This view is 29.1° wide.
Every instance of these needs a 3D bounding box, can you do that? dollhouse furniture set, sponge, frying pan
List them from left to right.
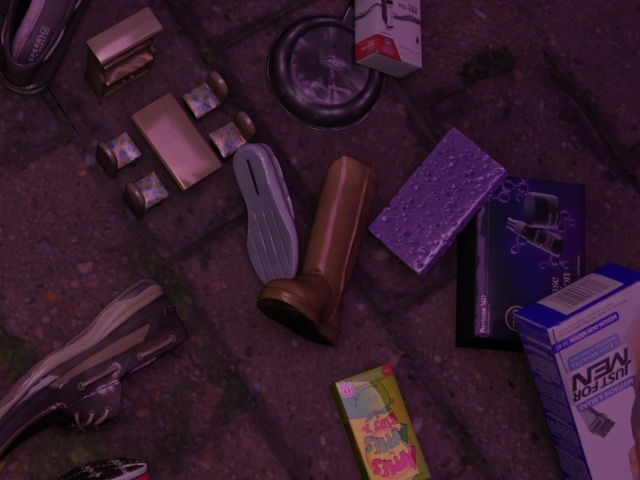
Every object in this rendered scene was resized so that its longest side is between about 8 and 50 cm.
[{"bbox_3d":[-0.240,-0.196,1.833,0.212,0.161,0.242,-34,86,-18],"label":"dollhouse furniture set"},{"bbox_3d":[0.056,-0.315,1.991,0.326,0.053,0.197,-43,90,-15],"label":"frying pan"},{"bbox_3d":[0.181,-0.060,1.900,0.117,0.031,0.210,42,94,27],"label":"sponge"}]

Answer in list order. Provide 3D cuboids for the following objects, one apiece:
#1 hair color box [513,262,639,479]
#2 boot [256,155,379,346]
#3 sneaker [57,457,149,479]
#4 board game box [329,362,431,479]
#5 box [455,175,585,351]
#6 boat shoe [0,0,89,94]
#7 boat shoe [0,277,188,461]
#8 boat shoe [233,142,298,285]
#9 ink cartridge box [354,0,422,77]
[{"bbox_3d":[0.430,0.228,1.840,0.185,0.110,0.339,-26,111,-16],"label":"hair color box"},{"bbox_3d":[0.000,0.000,1.820,0.089,0.236,0.270,11,76,18],"label":"boot"},{"bbox_3d":[-0.354,0.403,1.714,0.279,0.107,0.118,-31,103,-14],"label":"sneaker"},{"bbox_3d":[0.089,0.286,1.852,0.092,0.043,0.181,-18,81,-16],"label":"board game box"},{"bbox_3d":[0.313,0.039,1.932,0.184,0.103,0.261,5,76,-9],"label":"box"},{"bbox_3d":[-0.405,-0.383,1.877,0.112,0.095,0.335,17,74,-8],"label":"boat shoe"},{"bbox_3d":[-0.330,0.204,1.735,0.355,0.132,0.130,-43,88,-17],"label":"boat shoe"},{"bbox_3d":[-0.069,-0.041,1.875,0.083,0.076,0.226,-5,101,26],"label":"boat shoe"},{"bbox_3d":[0.108,-0.341,1.966,0.099,0.056,0.135,12,69,-37],"label":"ink cartridge box"}]
